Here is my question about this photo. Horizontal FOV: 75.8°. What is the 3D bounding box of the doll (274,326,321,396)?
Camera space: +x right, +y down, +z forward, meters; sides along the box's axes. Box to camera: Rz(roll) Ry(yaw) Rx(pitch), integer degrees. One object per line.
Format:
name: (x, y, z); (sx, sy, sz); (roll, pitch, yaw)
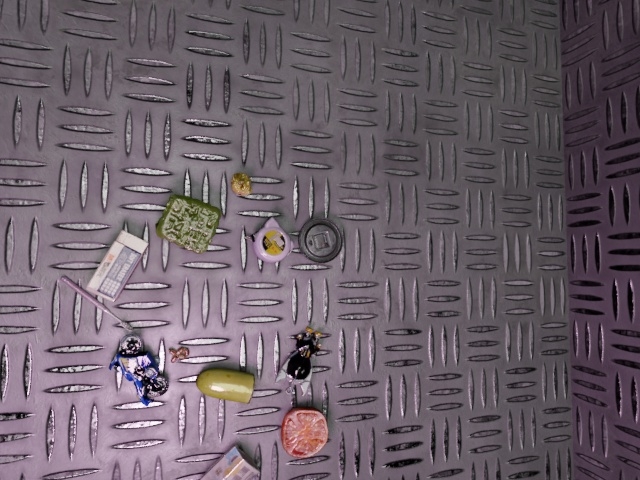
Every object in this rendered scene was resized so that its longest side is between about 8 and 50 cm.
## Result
doll: (-0.094, 0.560, 1.920); (0.145, 0.103, 0.316); (35, 69, -28)

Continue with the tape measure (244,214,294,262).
tape measure: (-0.233, 0.010, 1.913); (0.178, 0.105, 0.196); (-39, 100, -23)

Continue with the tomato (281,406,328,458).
tomato: (-0.082, 0.877, 1.910); (0.237, 0.095, 0.236); (0, 91, -16)

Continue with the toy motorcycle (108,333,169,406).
toy motorcycle: (-0.763, 0.542, 1.711); (0.169, 0.113, 0.315); (-26, 103, -7)

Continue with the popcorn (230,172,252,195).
popcorn: (-0.364, -0.258, 1.895); (0.097, 0.089, 0.109); (-26, 98, -6)

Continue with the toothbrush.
toothbrush: (-0.928, 0.265, 1.712); (0.354, 0.029, 0.024); (42, 63, -11)

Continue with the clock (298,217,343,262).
clock: (0.000, 0.000, 2.012); (0.226, 0.049, 0.226); (1, 86, -16)

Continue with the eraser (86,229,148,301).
eraser: (-0.842, 0.106, 1.721); (0.124, 0.081, 0.279); (30, 79, -13)

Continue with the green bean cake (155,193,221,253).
green bean cake: (-0.577, -0.076, 1.793); (0.248, 0.125, 0.222); (23, 81, -15)

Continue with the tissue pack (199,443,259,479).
tissue pack: (-0.414, 1.017, 1.788); (0.229, 0.145, 0.159); (-41, 132, -15)

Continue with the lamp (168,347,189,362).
lamp: (-0.617, 0.495, 1.798); (0.083, 0.031, 0.063); (-12, 92, -21)

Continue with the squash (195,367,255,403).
squash: (-0.422, 0.630, 1.797); (0.247, 0.132, 0.132); (15, 82, -17)
